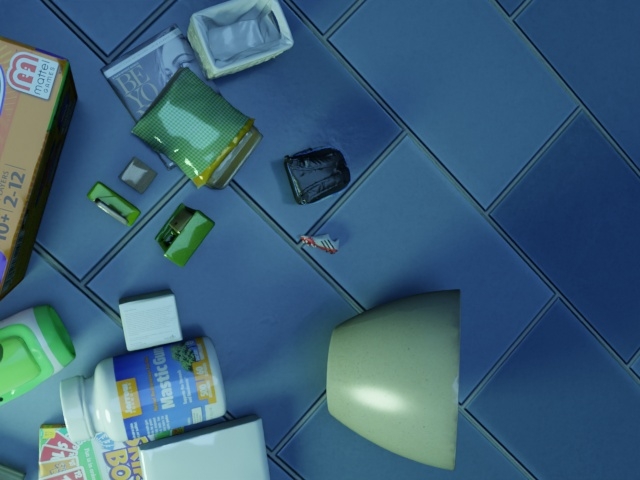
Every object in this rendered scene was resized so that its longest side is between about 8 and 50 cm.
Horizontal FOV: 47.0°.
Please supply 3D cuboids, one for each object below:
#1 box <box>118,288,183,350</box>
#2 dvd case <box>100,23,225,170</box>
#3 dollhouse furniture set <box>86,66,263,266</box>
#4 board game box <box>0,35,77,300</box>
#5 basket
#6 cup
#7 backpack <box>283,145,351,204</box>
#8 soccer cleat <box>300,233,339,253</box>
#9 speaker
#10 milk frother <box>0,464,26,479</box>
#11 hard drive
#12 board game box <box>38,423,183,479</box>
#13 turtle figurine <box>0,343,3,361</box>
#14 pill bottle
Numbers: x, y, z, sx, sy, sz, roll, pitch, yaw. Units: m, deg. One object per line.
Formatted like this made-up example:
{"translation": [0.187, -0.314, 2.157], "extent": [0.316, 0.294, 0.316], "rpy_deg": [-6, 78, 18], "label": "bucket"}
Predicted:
{"translation": [-0.310, 0.143, 1.343], "extent": [0.102, 0.101, 0.087], "rpy_deg": [-10, 94, -15], "label": "box"}
{"translation": [-0.278, -0.268, 1.379], "extent": [0.164, 0.018, 0.221], "rpy_deg": [-35, 100, -11], "label": "dvd case"}
{"translation": [-0.245, -0.140, 1.308], "extent": [0.197, 0.151, 0.301], "rpy_deg": [38, 85, -20], "label": "dollhouse furniture set"}
{"translation": [-0.601, -0.135, 1.120], "extent": [0.356, 0.356, 0.356], "rpy_deg": [16, 88, -16], "label": "board game box"}
{"translation": [-0.153, -0.374, 1.357], "extent": [0.167, 0.103, 0.113], "rpy_deg": [-25, 98, -21], "label": "basket"}
{"translation": [0.140, 0.250, 1.389], "extent": [0.237, 0.331, 0.331], "rpy_deg": [3, 92, 10], "label": "cup"}
{"translation": [-0.006, -0.130, 1.424], "extent": [0.114, 0.084, 0.105], "rpy_deg": [-20, 98, -9], "label": "backpack"}
{"translation": [0.000, 0.000, 1.462], "extent": [0.083, 0.029, 0.036], "rpy_deg": [20, 78, -18], "label": "soccer cleat"}
{"translation": [-0.582, 0.224, 1.262], "extent": [0.296, 0.131, 0.131], "rpy_deg": [-27, 99, -13], "label": "speaker"}
{"translation": [-0.614, 0.454, 1.287], "extent": [0.134, 0.129, 0.143], "rpy_deg": [28, 128, -14], "label": "milk frother"}
{"translation": [-0.202, 0.531, 1.399], "extent": [0.233, 0.047, 0.353], "rpy_deg": [-10, 97, -22], "label": "hard drive"}
{"translation": [-0.386, 0.401, 1.371], "extent": [0.259, 0.039, 0.124], "rpy_deg": [2, 92, -18], "label": "board game box"}
{"translation": [-0.651, 0.143, 1.130], "extent": [0.266, 0.274, 0.198], "rpy_deg": [5, 79, 20], "label": "turtle figurine"}
{"translation": [-0.316, 0.273, 1.321], "extent": [0.272, 0.152, 0.152], "rpy_deg": [-12, 95, -15], "label": "pill bottle"}
